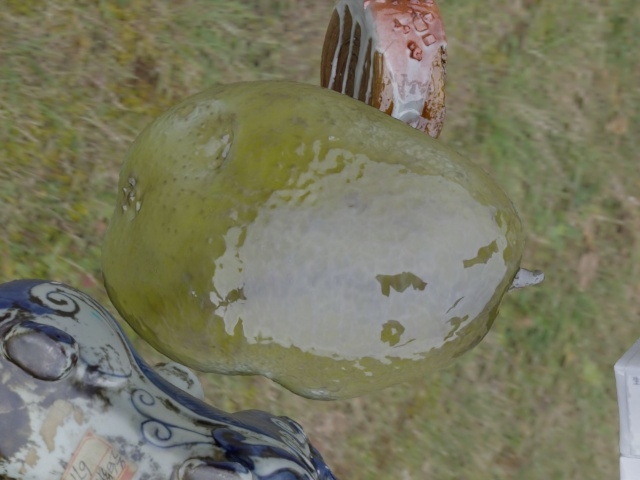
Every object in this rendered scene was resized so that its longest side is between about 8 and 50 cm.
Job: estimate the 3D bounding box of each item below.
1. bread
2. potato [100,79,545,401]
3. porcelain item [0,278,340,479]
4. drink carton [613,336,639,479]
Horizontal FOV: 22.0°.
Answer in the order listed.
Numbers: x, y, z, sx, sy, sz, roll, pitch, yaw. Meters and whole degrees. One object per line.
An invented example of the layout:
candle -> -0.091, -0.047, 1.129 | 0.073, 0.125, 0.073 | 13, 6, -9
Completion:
bread -> 0.053, -0.144, 1.424 | 0.073, 0.160, 0.160 | 1, 99, -17
potato -> 0.000, 0.000, 0.916 | 0.251, 0.159, 0.174 | 12, 86, 15
porcelain item -> -0.114, 0.124, 1.062 | 0.288, 0.186, 0.138 | 31, 110, 7
drink carton -> 0.314, 0.107, 1.235 | 0.222, 0.134, 0.101 | -26, 116, -61
